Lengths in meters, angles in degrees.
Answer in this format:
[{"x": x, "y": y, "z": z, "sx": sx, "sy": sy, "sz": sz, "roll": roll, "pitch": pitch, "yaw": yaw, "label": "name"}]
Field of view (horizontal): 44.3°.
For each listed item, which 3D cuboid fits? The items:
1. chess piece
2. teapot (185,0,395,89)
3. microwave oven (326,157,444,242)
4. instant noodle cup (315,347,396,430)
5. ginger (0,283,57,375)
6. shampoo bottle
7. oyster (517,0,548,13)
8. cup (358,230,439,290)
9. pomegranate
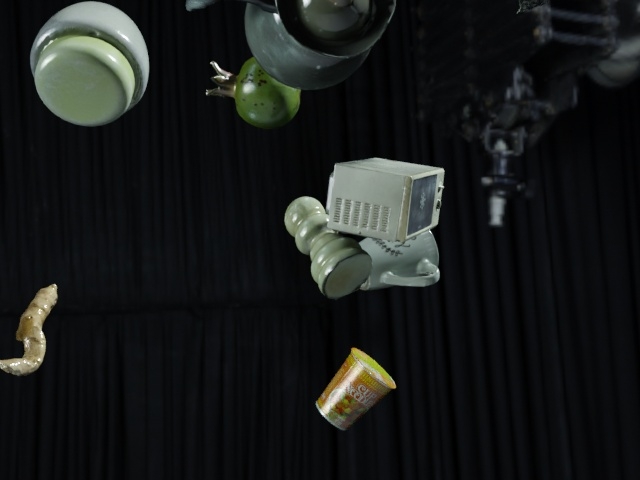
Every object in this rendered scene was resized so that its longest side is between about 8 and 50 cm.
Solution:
[{"x": 0.000, "y": 0.000, "z": 1.746, "sx": 0.133, "sy": 0.243, "sz": 0.133, "roll": -23, "pitch": -37, "yaw": -19, "label": "chess piece"}, {"x": -0.028, "y": -0.384, "z": 1.239, "sx": 0.305, "sy": 0.223, "sz": 0.285, "roll": 32, "pitch": -4, "yaw": -13, "label": "teapot"}, {"x": 0.130, "y": -0.086, "z": 1.606, "sx": 0.194, "sy": 0.145, "sz": 0.240, "roll": 8, "pitch": 12, "yaw": 22, "label": "microwave oven"}, {"x": 0.087, "y": 0.417, "z": 2.166, "sx": 0.168, "sy": 0.185, "sz": 0.168, "roll": 40, "pitch": 7, "yaw": -6, "label": "instant noodle cup"}, {"x": -0.579, "y": 0.179, "z": 1.575, "sx": 0.089, "sy": 0.288, "sz": 0.075, "roll": -40, "pitch": -64, "yaw": 20, "label": "ginger"}, {"x": -0.650, "y": -0.507, "z": 2.241, "sx": 0.322, "sy": 0.317, "sz": 0.322, "roll": 1, "pitch": -47, "yaw": 1, "label": "shampoo bottle"}, {"x": 0.504, "y": -0.595, "z": 1.684, "sx": 0.252, "sy": 0.087, "sz": 0.199, "roll": -49, "pitch": -7, "yaw": 18, "label": "oyster"}, {"x": 0.229, "y": 0.068, "z": 2.337, "sx": 0.234, "sy": 0.186, "sz": 0.258, "roll": -20, "pitch": 36, "yaw": -24, "label": "cup"}, {"x": -0.156, "y": -0.359, "z": 1.861, "sx": 0.224, "sy": 0.182, "sz": 0.181, "roll": 13, "pitch": -7, "yaw": -2, "label": "pomegranate"}]
